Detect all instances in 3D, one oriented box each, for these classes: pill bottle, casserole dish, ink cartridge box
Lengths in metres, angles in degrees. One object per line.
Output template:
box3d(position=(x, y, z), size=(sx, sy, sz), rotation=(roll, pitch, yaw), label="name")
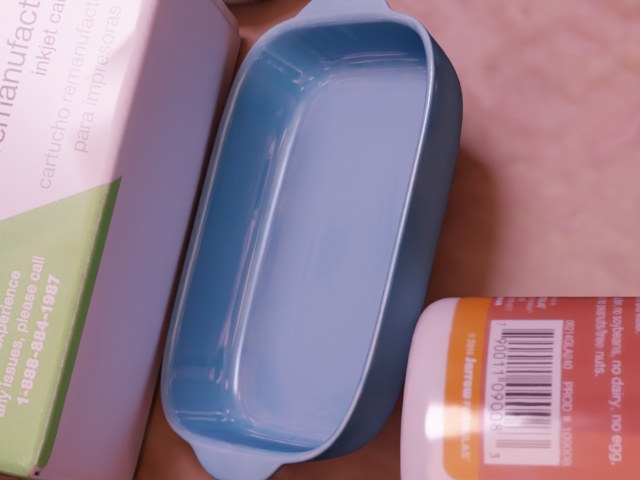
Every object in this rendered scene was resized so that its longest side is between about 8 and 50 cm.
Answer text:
box3d(position=(0.140, 0.079, 0.562), size=(0.216, 0.121, 0.121), rotation=(0, 79, 11), label="pill bottle")
box3d(position=(0.000, 0.000, 0.627), size=(0.114, 0.037, 0.188), rotation=(4, 77, 47), label="casserole dish")
box3d(position=(-0.191, -0.029, 0.650), size=(0.272, 0.115, 0.198), rotation=(11, 81, 13), label="ink cartridge box")

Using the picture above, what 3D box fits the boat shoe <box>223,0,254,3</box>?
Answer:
box3d(position=(0.018, -0.235, 0.654), size=(0.113, 0.103, 0.302), rotation=(31, 88, 7), label="boat shoe")
